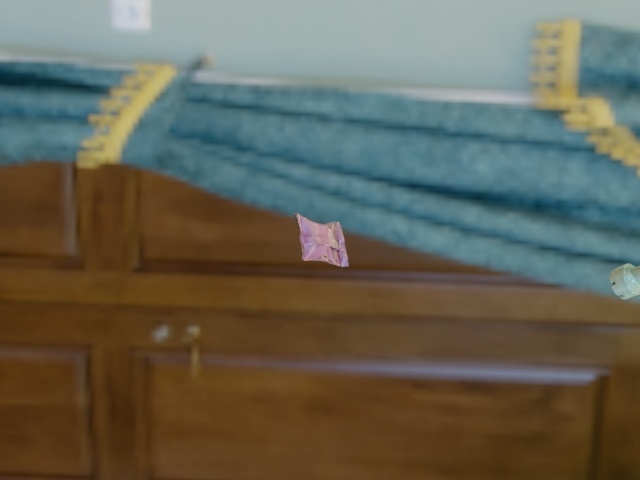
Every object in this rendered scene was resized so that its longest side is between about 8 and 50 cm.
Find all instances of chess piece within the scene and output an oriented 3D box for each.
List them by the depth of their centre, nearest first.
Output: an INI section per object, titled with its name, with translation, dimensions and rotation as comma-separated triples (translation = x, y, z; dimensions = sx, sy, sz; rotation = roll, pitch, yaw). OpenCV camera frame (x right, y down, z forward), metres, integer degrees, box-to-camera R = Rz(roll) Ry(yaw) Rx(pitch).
[chess piece]
translation = 0.416, 0.039, 2.144
dimensions = 0.067, 0.103, 0.067
rotation = 28, 49, -37

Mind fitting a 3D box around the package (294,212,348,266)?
[package]
translation = 0.000, 0.000, 1.996
dimensions = 0.083, 0.029, 0.059
rotation = 11, 62, -47
